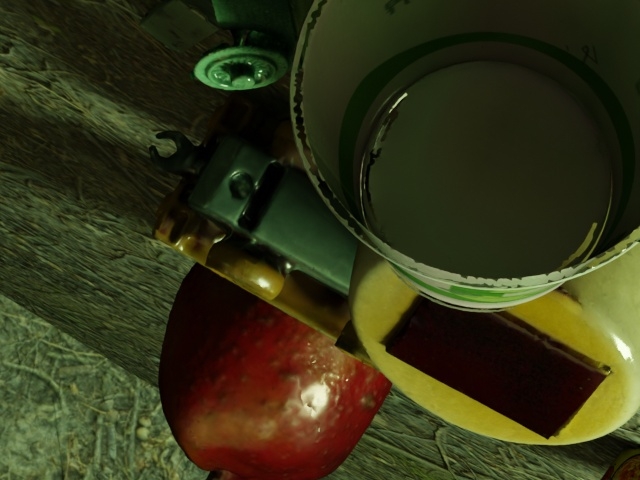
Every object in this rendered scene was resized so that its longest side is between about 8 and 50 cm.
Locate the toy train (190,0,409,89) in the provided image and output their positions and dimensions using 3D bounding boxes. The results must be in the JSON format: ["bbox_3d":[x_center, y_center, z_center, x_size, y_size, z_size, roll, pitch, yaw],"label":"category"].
[{"bbox_3d":[-0.016,-0.206,1.242,0.189,0.126,0.307,-12,158,1],"label":"toy train"}]

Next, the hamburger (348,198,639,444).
[{"bbox_3d":[0.162,0.032,1.502,0.302,0.170,0.302,18,144,14],"label":"hamburger"}]

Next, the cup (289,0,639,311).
[{"bbox_3d":[0.112,-0.069,1.217,0.253,0.253,0.274,28,171,7],"label":"cup"}]

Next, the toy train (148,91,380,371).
[{"bbox_3d":[0.000,0.000,1.736,0.369,0.163,0.231,30,177,-5],"label":"toy train"}]

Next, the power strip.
[{"bbox_3d":[-0.124,-0.192,1.607,0.051,0.019,0.136,32,164,-15],"label":"power strip"}]

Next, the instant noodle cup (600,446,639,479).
[{"bbox_3d":[0.376,0.329,2.096,0.182,0.144,0.182,28,164,9],"label":"instant noodle cup"}]

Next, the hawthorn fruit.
[{"bbox_3d":[-0.060,0.148,2.018,0.265,0.307,0.265,29,171,5],"label":"hawthorn fruit"}]
